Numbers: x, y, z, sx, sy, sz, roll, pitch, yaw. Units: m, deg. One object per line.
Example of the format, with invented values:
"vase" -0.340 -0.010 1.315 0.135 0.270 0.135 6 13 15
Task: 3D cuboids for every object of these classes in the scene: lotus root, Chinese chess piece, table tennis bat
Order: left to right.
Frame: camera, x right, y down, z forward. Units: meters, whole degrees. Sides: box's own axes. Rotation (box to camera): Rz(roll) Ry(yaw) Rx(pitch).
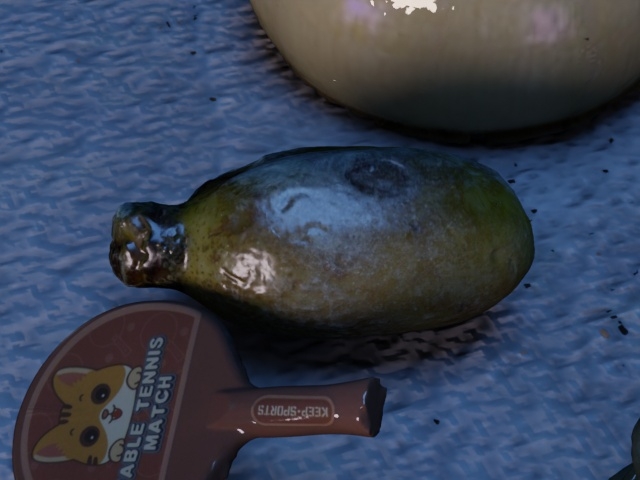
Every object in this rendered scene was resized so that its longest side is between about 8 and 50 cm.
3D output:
"table tennis bat" -0.032 0.094 0.580 0.169 0.119 0.108 -6 60 27
"lotus root" 0.000 0.000 0.618 0.192 0.088 0.113 -4 13 -14
"Chinese chess piece" 0.086 -0.178 0.787 0.269 0.112 0.270 0 45 0

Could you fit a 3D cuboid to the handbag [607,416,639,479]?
"handbag" 0.271 0.123 0.527 0.260 0.079 0.247 -23 53 -29
